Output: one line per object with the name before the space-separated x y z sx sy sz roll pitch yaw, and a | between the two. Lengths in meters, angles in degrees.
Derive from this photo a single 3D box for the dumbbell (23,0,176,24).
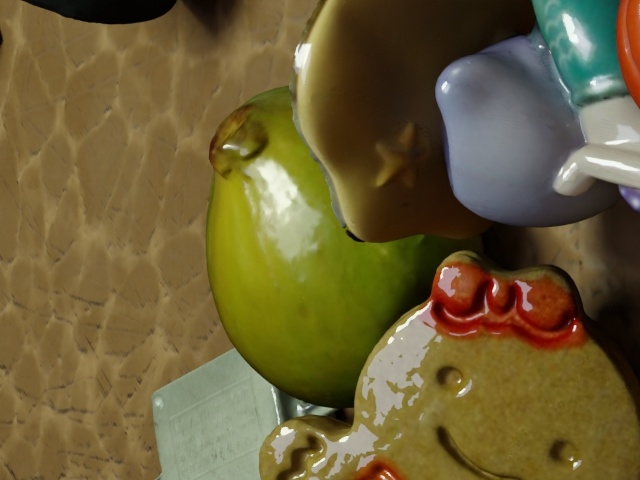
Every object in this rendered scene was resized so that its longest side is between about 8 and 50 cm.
dumbbell | -0.111 -0.240 1.038 0.152 0.152 0.218 51 127 40

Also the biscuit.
biscuit | 0.057 0.114 0.840 0.166 0.036 0.225 36 110 7

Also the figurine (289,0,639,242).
figurine | 0.135 -0.051 0.698 0.257 0.181 0.208 19 72 40

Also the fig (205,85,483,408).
fig | 0.008 0.002 0.906 0.136 0.121 0.153 -32 81 34

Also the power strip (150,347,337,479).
power strip | -0.026 0.091 1.006 0.175 0.042 0.075 -29 66 47
